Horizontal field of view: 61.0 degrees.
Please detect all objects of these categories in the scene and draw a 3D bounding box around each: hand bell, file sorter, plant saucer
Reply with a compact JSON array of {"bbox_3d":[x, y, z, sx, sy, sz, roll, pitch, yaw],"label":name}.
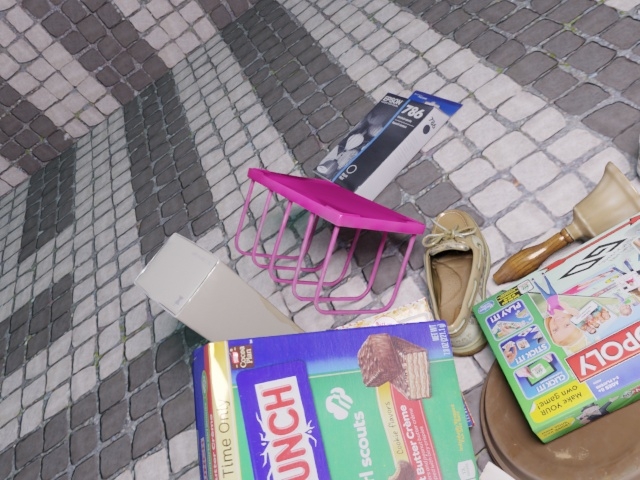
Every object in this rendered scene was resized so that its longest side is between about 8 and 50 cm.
[{"bbox_3d":[0.379,-0.003,0.855,0.242,0.126,0.126,-36,41,24],"label":"hand bell"},{"bbox_3d":[0.000,0.000,1.010,0.291,0.202,0.182,31,110,47],"label":"file sorter"},{"bbox_3d":[0.332,0.207,0.707,0.278,0.041,0.277,-29,37,25],"label":"plant saucer"}]

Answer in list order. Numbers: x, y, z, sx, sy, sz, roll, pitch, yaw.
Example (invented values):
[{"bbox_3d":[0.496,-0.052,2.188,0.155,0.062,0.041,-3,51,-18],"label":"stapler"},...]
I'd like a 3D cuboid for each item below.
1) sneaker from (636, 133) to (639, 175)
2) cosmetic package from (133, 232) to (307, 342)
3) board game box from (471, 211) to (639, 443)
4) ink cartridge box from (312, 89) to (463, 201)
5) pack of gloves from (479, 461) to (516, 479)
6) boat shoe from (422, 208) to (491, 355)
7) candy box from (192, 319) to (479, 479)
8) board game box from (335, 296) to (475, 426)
[{"bbox_3d":[0.614,-0.207,0.802,0.305,0.152,0.114,-35,40,4],"label":"sneaker"},{"bbox_3d":[-0.151,0.133,0.946,0.160,0.309,0.113,24,72,45],"label":"cosmetic package"},{"bbox_3d":[0.378,0.092,0.700,0.317,0.046,0.213,-34,34,16],"label":"board game box"},{"bbox_3d":[0.149,-0.231,1.222,0.332,0.065,0.165,-46,42,-8],"label":"ink cartridge box"},{"bbox_3d":[0.254,0.413,0.633,0.232,0.046,0.195,25,83,48],"label":"pack of gloves"},{"bbox_3d":[0.228,0.047,0.910,0.105,0.089,0.285,-19,46,23],"label":"boat shoe"},{"bbox_3d":[0.019,0.244,0.657,0.122,0.317,0.268,137,127,-62],"label":"candy box"},{"bbox_3d":[0.122,0.200,0.809,0.147,0.045,0.193,-19,73,4],"label":"board game box"}]
